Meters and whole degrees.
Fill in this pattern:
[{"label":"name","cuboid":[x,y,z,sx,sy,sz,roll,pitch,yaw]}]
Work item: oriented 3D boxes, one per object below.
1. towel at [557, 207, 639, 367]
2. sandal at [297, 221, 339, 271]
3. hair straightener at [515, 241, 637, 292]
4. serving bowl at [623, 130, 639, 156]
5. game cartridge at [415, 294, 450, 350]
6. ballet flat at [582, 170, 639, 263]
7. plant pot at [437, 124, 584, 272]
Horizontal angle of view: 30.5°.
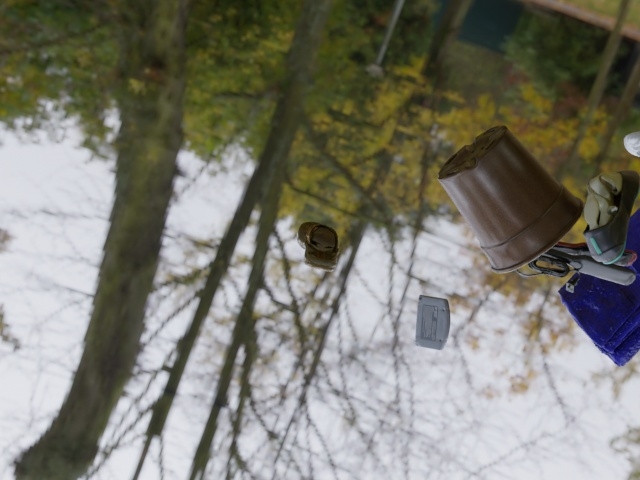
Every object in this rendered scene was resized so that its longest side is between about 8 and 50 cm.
[{"label":"towel","cuboid":[0.601,0.060,2.211,0.076,0.308,0.227,31,-163,-40]},{"label":"sandal","cuboid":[0.000,0.000,1.990,0.072,0.049,0.180,9,-160,-6]},{"label":"hair straightener","cuboid":[0.401,0.036,1.901,0.230,0.047,0.089,14,-127,-5]},{"label":"serving bowl","cuboid":[0.596,-0.171,2.142,0.083,0.027,0.083,7,162,2]},{"label":"game cartridge","cuboid":[0.179,0.130,1.861,0.056,0.083,0.017,9,-171,35]},{"label":"ballet flat","cuboid":[0.406,-0.053,1.654,0.074,0.074,0.203,22,-136,5]},{"label":"plant pot","cuboid":[0.267,-0.067,1.714,0.165,0.167,0.167,49,-172,-12]}]
